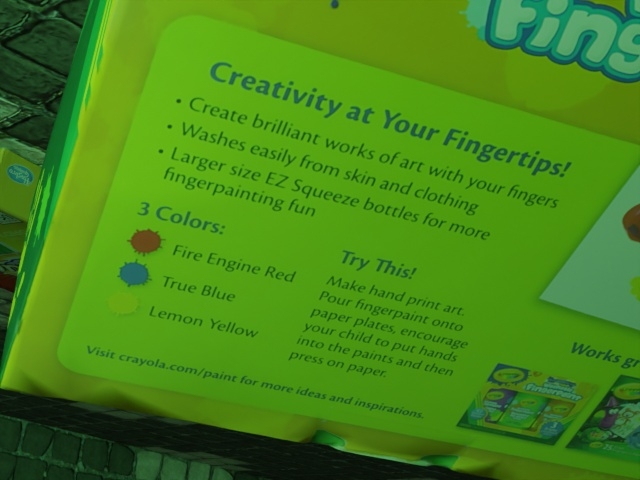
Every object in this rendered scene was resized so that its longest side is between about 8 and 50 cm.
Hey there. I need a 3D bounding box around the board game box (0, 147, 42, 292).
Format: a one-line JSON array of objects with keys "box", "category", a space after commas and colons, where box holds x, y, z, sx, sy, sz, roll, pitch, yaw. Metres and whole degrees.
[{"box": [-0.328, -0.001, 1.328, 0.242, 0.064, 0.316, -7, 156, 35], "category": "board game box"}]

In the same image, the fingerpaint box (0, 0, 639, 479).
[{"box": [0.093, -0.058, 0.626, 0.445, 0.163, 0.371, 13, 126, -17], "category": "fingerpaint box"}]
